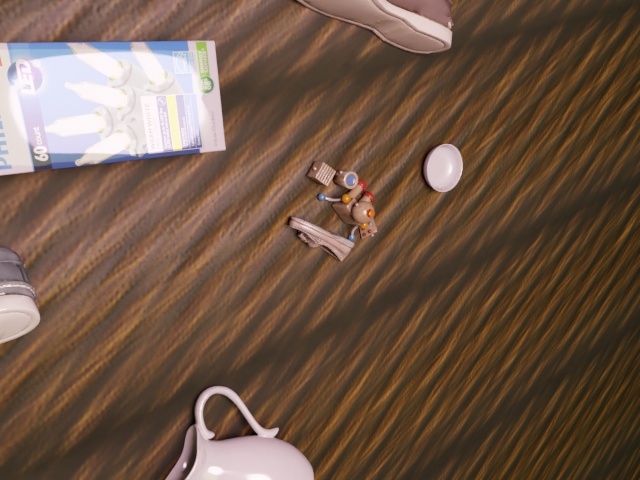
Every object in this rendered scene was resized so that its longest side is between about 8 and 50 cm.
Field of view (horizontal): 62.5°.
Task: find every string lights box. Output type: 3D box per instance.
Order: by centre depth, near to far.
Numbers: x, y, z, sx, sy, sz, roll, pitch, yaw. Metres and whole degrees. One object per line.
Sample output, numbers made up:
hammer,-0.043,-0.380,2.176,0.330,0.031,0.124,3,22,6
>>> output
string lights box,-0.251,-0.158,0.614,0.259,0.076,0.134,-13,108,-28

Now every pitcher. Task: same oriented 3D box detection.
pitcher,-0.111,0.326,0.793,0.207,0.125,0.178,23,73,-22

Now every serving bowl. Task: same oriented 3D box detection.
serving bowl,0.212,-0.129,0.933,0.083,0.027,0.084,-7,104,-30

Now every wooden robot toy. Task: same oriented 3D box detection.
wooden robot toy,0.059,-0.060,0.825,0.076,0.079,0.173,-47,120,-14

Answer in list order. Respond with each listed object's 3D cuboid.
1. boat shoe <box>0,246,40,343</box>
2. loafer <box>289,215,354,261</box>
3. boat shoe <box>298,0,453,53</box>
boat shoe,-0.470,0.081,0.543,0.319,0.116,0.099,-13,64,-22
loafer,0.000,0.000,0.825,0.125,0.045,0.039,23,95,-36
boat shoe,0.073,-0.364,0.749,0.324,0.116,0.097,8,92,-36
